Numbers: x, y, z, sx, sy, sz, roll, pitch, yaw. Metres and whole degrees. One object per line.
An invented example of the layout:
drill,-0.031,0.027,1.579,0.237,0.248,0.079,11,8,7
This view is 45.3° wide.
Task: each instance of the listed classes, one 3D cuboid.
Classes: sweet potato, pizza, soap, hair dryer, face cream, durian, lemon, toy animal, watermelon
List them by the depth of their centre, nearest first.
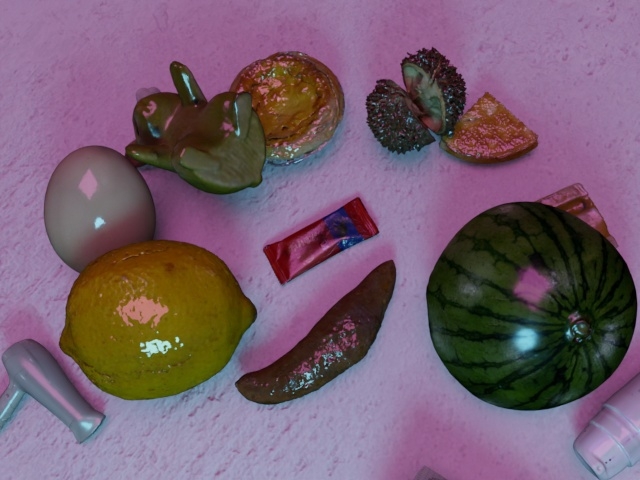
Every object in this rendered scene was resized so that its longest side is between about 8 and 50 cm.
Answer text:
watermelon,0.324,0.107,1.153,0.330,0.189,0.331,0,86,-2
face cream,0.531,0.236,1.176,0.345,0.102,0.102,-37,70,-7
lemon,-0.256,0.125,1.227,0.310,0.258,0.258,-9,69,-3
sweet potato,0.021,0.166,1.266,0.341,0.092,0.114,-40,54,-9
soap,0.362,0.011,1.293,0.233,0.076,0.135,-24,69,-2
hair dryer,-0.509,0.313,1.299,0.206,0.075,0.237,44,88,12
toy animal,-0.260,-0.195,1.345,0.363,0.180,0.181,23,76,32
durian,0.167,-0.246,1.358,0.196,0.196,0.167,-22,97,-2
pizza,0.307,-0.198,1.391,0.175,0.046,0.134,10,73,10

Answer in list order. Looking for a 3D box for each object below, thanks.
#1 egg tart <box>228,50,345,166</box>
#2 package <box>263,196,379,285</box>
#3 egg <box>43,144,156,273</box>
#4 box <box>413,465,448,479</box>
egg tart,-0.066,-0.240,1.425,0.234,0.094,0.234,-3,70,10
package,0.000,0.000,1.368,0.200,0.022,0.083,-29,69,-3
egg,-0.379,-0.048,1.321,0.186,0.242,0.186,-1,28,0
box,0.229,0.502,1.077,0.330,0.095,0.210,30,101,15
